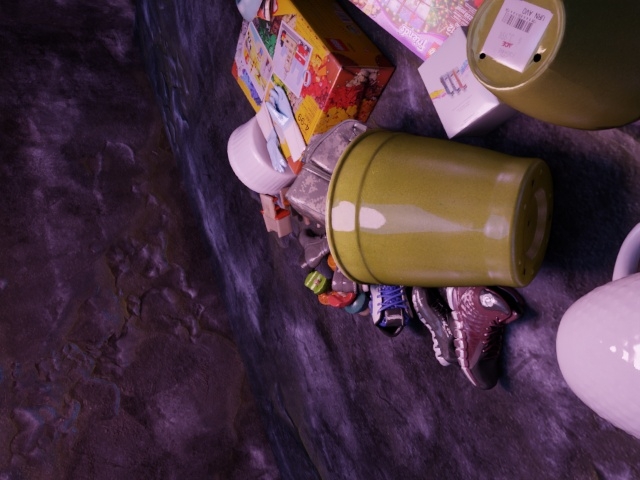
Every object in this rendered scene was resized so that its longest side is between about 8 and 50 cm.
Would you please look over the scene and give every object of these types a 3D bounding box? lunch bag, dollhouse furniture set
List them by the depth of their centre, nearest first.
[{"bbox_3d":[0.058,-0.160,1.085,0.212,0.305,0.256,29,89,6],"label":"lunch bag"},{"bbox_3d":[-0.058,-0.122,1.333,0.262,0.259,0.135,25,132,48],"label":"dollhouse furniture set"}]

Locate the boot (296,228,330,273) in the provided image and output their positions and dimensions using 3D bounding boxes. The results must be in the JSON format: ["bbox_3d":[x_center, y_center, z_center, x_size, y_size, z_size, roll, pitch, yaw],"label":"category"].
[{"bbox_3d":[0.000,0.000,1.449,0.161,0.083,0.246,-42,26,19],"label":"boot"}]

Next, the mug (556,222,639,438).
[{"bbox_3d":[0.540,0.119,0.573,0.328,0.276,0.374,-22,53,64],"label":"mug"}]

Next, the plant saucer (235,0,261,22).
[{"bbox_3d":[-0.173,-0.753,1.073,0.317,0.043,0.317,-26,61,61],"label":"plant saucer"}]

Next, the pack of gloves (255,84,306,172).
[{"bbox_3d":[-0.138,-0.326,1.214,0.195,0.046,0.232,-33,74,55],"label":"pack of gloves"}]

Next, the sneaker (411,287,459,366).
[{"bbox_3d":[0.323,0.211,1.065,0.106,0.078,0.234,-30,81,53],"label":"sneaker"}]

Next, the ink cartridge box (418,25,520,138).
[{"bbox_3d":[0.311,-0.318,0.830,0.127,0.128,0.176,-34,73,55],"label":"ink cartridge box"}]

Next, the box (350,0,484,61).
[{"bbox_3d":[0.206,-0.534,0.859,0.293,0.057,0.201,40,140,3],"label":"box"}]

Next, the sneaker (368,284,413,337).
[{"bbox_3d":[0.196,0.135,1.115,0.182,0.127,0.315,-97,0,-68],"label":"sneaker"}]

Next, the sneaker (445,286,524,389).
[{"bbox_3d":[0.394,0.210,0.933,0.162,0.106,0.281,-18,86,54],"label":"sneaker"}]

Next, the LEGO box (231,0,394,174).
[{"bbox_3d":[-0.057,-0.515,1.240,0.500,0.193,0.372,59,143,24],"label":"LEGO box"}]

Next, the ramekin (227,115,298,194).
[{"bbox_3d":[-0.169,-0.311,1.422,0.135,0.277,0.277,-24,82,49],"label":"ramekin"}]

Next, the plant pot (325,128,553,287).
[{"bbox_3d":[0.261,-0.052,0.846,0.353,0.366,0.366,11,111,42],"label":"plant pot"}]

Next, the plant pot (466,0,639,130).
[{"bbox_3d":[0.364,-0.298,0.610,0.275,0.293,0.275,26,122,50],"label":"plant pot"}]

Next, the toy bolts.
[{"bbox_3d":[0.095,0.152,1.370,0.218,0.158,0.228,-53,34,1],"label":"toy bolts"}]

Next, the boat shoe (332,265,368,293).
[{"bbox_3d":[0.075,0.050,1.199,0.335,0.095,0.112,-91,-7,-68],"label":"boat shoe"}]

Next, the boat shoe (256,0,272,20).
[{"bbox_3d":[-0.140,-0.669,1.098,0.043,0.049,0.137,23,127,-1],"label":"boat shoe"}]
